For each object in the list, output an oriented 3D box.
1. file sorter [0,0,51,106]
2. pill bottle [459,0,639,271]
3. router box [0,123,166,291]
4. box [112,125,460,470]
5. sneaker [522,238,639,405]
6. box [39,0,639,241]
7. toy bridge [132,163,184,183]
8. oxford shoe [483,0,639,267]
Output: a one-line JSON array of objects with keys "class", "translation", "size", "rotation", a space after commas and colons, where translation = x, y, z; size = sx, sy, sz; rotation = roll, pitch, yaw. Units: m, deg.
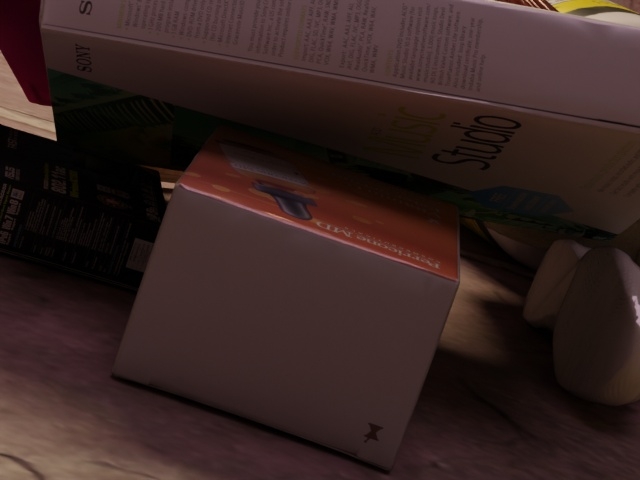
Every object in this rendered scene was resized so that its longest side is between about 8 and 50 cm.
[{"class": "file sorter", "translation": [-0.069, -0.189, 1.086], "size": [0.202, 0.182, 0.290], "rotation": [8, -13, 3]}, {"class": "pill bottle", "translation": [0.121, -0.113, 1.444], "size": [0.188, 0.188, 0.334], "rotation": [11, 15, -32]}, {"class": "router box", "translation": [-0.128, -0.018, 1.012], "size": [0.092, 0.038, 0.122], "rotation": [16, 13, -12]}, {"class": "box", "translation": [-0.010, 0.020, 0.909], "size": [0.130, 0.091, 0.170], "rotation": [19, 12, -1]}, {"class": "sneaker", "translation": [0.179, 0.049, 1.112], "size": [0.094, 0.080, 0.212], "rotation": [23, 10, -7]}, {"class": "box", "translation": [0.022, -0.070, 1.004], "size": [0.322, 0.058, 0.232], "rotation": [11, -12, -3]}, {"class": "toy bridge", "translation": [-0.089, -0.055, 1.258], "size": [0.063, 0.026, 0.188], "rotation": [23, 13, 9]}, {"class": "oxford shoe", "translation": [0.128, -0.060, 1.181], "size": [0.348, 0.130, 0.123], "rotation": [36, 14, -40]}]
